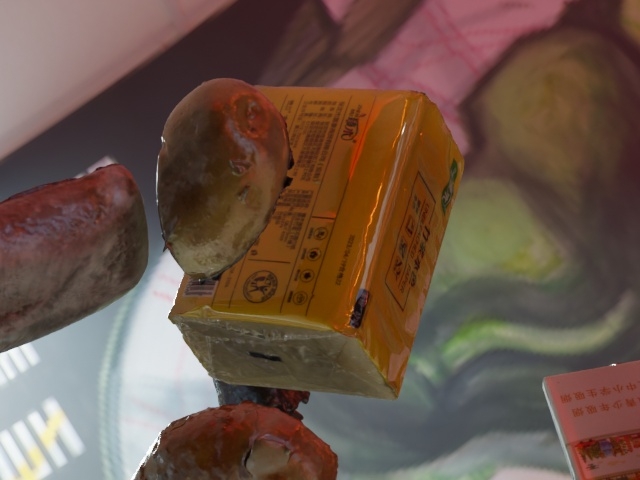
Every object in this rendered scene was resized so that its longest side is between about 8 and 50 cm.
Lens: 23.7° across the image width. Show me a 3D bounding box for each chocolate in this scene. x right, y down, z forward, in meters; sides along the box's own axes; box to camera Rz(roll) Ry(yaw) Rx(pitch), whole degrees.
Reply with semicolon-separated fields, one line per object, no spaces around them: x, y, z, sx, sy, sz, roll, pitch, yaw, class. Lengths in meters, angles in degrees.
-0.324;0.041;1.737;0.303;0.100;0.185;-25;-47;-25;chocolate

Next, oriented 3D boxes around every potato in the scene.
-0.110;-0.085;1.745;0.138;0.243;0.098;-15;-27;26;potato

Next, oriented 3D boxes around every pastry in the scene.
-0.077;0.249;1.368;0.229;0.100;0.218;-4;-69;10;pastry

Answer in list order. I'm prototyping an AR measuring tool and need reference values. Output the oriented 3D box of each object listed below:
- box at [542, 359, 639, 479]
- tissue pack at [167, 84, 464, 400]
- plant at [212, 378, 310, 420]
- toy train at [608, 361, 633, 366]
0.291;0.206;1.406;0.122;0.220;0.032;-9;-44;-3;box
0.000;0.000;2.068;0.228;0.293;0.382;55;-134;-51;tissue pack
-0.093;0.261;2.470;0.129;0.194;0.132;-19;6;27;plant
0.555;0.268;2.195;0.300;0.202;0.131;-2;6;-4;toy train
